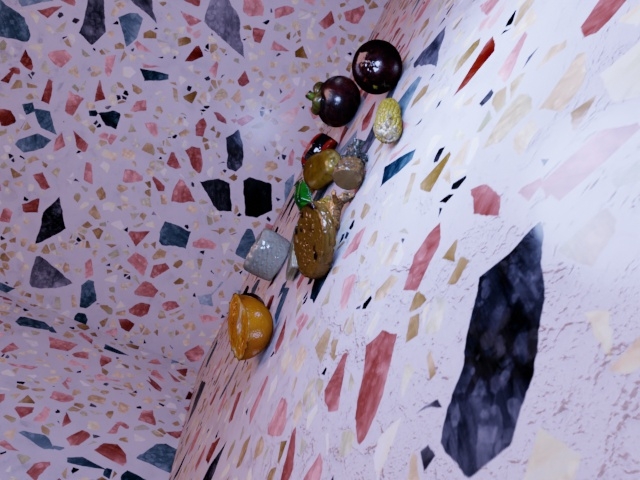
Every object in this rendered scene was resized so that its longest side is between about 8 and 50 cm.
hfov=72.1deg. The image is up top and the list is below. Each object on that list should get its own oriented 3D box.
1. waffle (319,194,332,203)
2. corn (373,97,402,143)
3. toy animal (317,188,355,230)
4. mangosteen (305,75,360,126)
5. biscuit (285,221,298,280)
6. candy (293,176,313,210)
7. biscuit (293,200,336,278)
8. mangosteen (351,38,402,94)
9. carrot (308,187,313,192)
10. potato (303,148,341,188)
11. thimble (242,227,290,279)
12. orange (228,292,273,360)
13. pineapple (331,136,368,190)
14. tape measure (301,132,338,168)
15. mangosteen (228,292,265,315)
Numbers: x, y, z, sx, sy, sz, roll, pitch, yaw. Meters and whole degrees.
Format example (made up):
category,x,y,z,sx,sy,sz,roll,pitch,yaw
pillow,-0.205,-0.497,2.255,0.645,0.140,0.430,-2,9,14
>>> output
category,x,y,z,sx,sy,sz,roll,pitch,yaw
waffle,-0.020,-0.082,2.031,0.291,0.051,0.291,-60,11,19
corn,0.239,-0.436,1.572,0.106,0.106,0.293,-55,14,34
toy animal,0.045,-0.074,1.681,0.114,0.116,0.255,-3,73,48
mangosteen,0.086,-0.825,2.580,0.300,0.300,0.300,-58,13,22
biscuit,-0.119,0.046,2.038,0.150,0.052,0.252,117,164,-58
candy,-0.093,-0.226,2.365,0.078,0.203,0.141,-19,-2,-36
biscuit,-0.019,0.000,1.603,0.296,0.075,0.296,178,90,-66
mangosteen,0.261,-0.764,1.943,0.265,0.228,0.228,-28,-22,-53
carrot,-0.011,-0.380,2.584,0.314,0.066,0.066,-54,16,40
potato,0.009,-0.371,2.280,0.195,0.176,0.369,-40,10,-17
thimble,-0.312,0.079,2.577,0.291,0.195,0.291,-56,10,16
orange,-0.333,0.372,1.931,0.310,0.274,0.274,12,70,33
pineapple,0.127,-0.309,1.733,0.128,0.128,0.248,-51,13,45
tape measure,-0.012,-0.507,2.601,0.253,0.114,0.260,-59,-9,18
mangosteen,-0.370,0.368,2.239,0.210,0.210,0.210,-58,13,22
